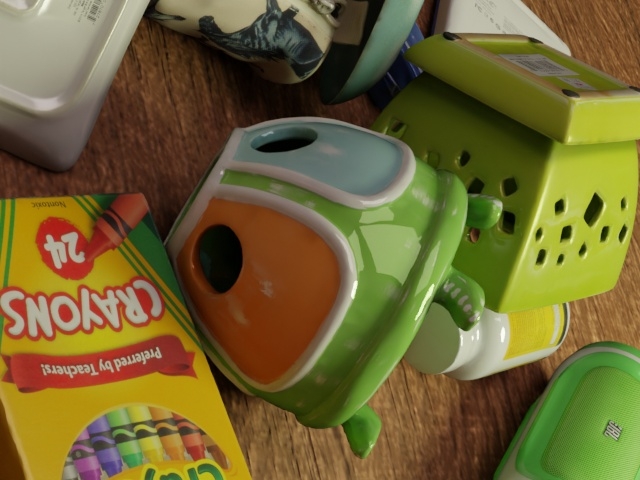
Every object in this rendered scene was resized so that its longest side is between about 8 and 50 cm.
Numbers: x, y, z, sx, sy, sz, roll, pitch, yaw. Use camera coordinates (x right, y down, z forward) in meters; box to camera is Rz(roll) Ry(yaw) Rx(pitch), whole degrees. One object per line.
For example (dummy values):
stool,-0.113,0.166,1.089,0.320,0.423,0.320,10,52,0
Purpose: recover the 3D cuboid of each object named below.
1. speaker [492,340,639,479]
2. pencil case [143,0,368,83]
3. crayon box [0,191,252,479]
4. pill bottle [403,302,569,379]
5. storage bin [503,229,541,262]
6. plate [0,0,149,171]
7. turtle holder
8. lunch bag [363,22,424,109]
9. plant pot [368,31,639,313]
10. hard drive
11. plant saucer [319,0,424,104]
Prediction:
speaker,0.250,0.217,1.404,0.131,0.131,0.296,51,37,-8
pencil case,-0.150,-0.274,1.261,0.410,0.184,0.159,21,76,-39
crayon box,-0.168,0.123,1.039,0.202,0.081,0.318,-6,69,-51
pill bottle,0.158,0.081,1.416,0.184,0.103,0.103,-7,70,-51
storage bin,0.250,0.002,1.565,0.091,0.135,0.098,35,41,-10
plate,-0.240,-0.216,1.088,0.278,0.045,0.277,24,92,-37
turtle holder,0.006,-0.006,1.201,0.227,0.243,0.320,30,50,-7
lunch bag,0.078,-0.186,1.552,0.065,0.067,0.098,-26,86,-53
plant pot,0.181,-0.079,1.399,0.227,0.207,0.228,33,26,32
hard drive,0.213,-0.189,1.719,0.210,0.040,0.318,39,38,-22
plant saucer,0.071,-0.277,1.410,0.044,0.317,0.317,18,48,-10
